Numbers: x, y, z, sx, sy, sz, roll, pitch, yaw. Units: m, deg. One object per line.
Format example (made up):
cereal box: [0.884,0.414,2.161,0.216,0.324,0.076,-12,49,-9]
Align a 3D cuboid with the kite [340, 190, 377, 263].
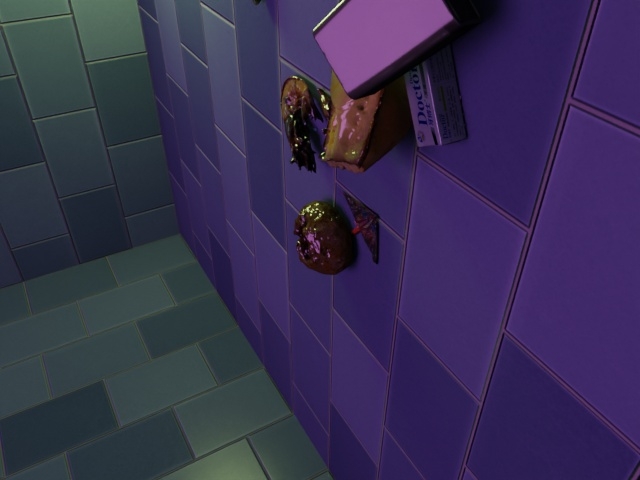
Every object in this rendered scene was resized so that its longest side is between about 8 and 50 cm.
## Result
kite: [0.114,-0.045,1.555,0.232,0.009,0.189,67,158,9]

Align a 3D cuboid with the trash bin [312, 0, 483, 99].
trash bin: [0.125,-0.369,0.981,0.240,0.122,0.164,-30,92,41]

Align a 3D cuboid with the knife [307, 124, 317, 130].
knife: [-0.032,-0.329,1.664,0.091,0.005,0.014,32,137,56]

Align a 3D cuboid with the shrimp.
shrimp: [-0.048,-0.341,1.614,0.178,0.075,0.289,128,135,-58]

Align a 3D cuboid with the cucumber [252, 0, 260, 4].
cucumber: [-0.183,-0.754,1.636,0.037,0.037,0.155,45,147,46]

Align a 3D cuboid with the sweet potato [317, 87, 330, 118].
sweet potato: [0.040,-0.325,1.464,0.214,0.050,0.050,52,151,42]

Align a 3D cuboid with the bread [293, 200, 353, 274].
bread: [0.000,0.000,1.698,0.230,0.123,0.230,50,151,40]

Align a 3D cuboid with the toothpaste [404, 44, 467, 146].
toothpaste: [0.199,-0.346,1.074,0.081,0.067,0.336,16,121,65]

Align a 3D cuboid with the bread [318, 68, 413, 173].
bread: [0.107,-0.271,1.221,0.204,0.163,0.262,24,106,61]
